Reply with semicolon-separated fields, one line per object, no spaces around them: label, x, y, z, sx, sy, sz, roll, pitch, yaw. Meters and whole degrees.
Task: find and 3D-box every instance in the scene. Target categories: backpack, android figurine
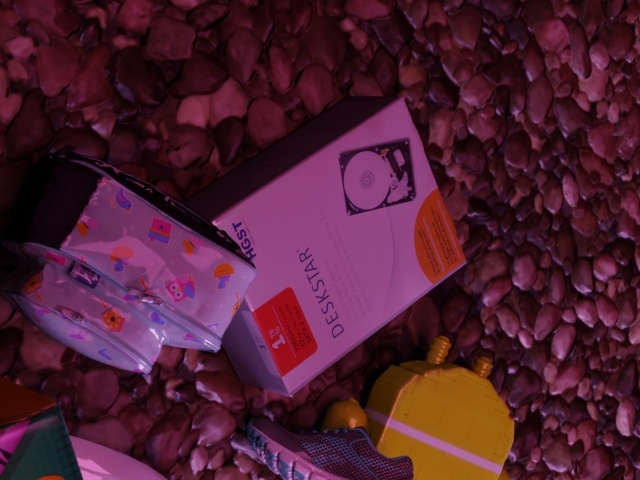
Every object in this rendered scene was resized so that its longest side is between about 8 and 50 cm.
backpack;-0.152;0.026;1.097;0.188;0.166;0.144;23;79;-20
android figurine;0.095;0.231;1.381;0.248;0.056;0.273;25;83;-34

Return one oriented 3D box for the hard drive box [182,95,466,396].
hard drive box;0.000;0.000;1.267;0.232;0.089;0.181;-35;114;-27

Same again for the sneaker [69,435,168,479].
sneaker;-0.173;0.277;1.133;0.292;0.108;0.169;38;51;-33

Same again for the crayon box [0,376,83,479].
crayon box;-0.296;0.152;0.950;0.165;0.278;0.081;-25;110;-32

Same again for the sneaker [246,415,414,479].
sneaker;0.012;0.198;1.283;0.166;0.065;0.076;29;66;3
